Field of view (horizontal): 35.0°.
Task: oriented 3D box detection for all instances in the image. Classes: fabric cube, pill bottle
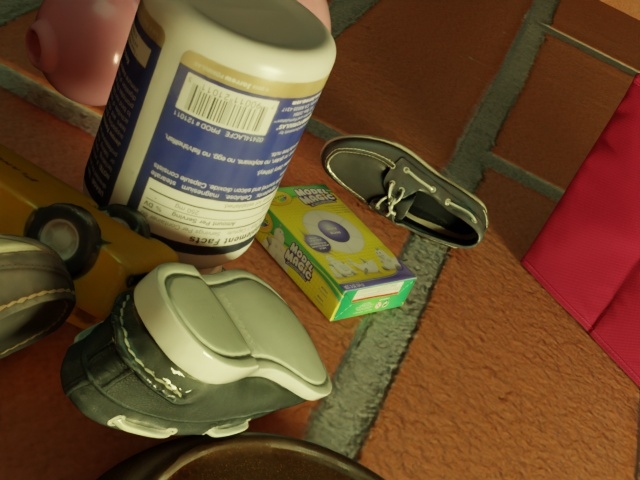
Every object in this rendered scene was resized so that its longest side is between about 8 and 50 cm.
[{"bbox_3d":[0.433,-0.001,1.108,0.254,0.258,0.259,-2,40,-39],"label":"fabric cube"},{"bbox_3d":[-0.104,-0.073,0.821,0.153,0.264,0.153,20,31,-13],"label":"pill bottle"}]

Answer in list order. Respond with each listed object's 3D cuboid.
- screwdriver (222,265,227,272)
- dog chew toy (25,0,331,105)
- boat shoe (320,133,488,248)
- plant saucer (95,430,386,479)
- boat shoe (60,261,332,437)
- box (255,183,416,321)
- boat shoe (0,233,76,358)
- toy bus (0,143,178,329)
[{"bbox_3d":[-0.076,0.043,0.908,0.025,0.024,0.170,-34,53,-23],"label":"screwdriver"},{"bbox_3d":[-0.152,-0.221,1.092,0.332,0.206,0.206,-15,48,-36],"label":"dog chew toy"},{"bbox_3d":[0.094,-0.052,1.120,0.206,0.075,0.065,26,27,-8],"label":"boat shoe"},{"bbox_3d":[-0.016,0.228,0.638,0.311,0.050,0.310,19,32,-12],"label":"plant saucer"},{"bbox_3d":[-0.077,0.082,0.717,0.114,0.091,0.302,58,10,22],"label":"boat shoe"},{"bbox_3d":[0.000,0.000,1.003,0.105,0.043,0.179,-9,43,-44],"label":"box"},{"bbox_3d":[-0.278,0.114,0.540,0.355,0.132,0.130,-29,77,-34],"label":"boat shoe"},{"bbox_3d":[-0.276,-0.023,0.733,0.333,0.130,0.108,30,7,8],"label":"toy bus"}]
